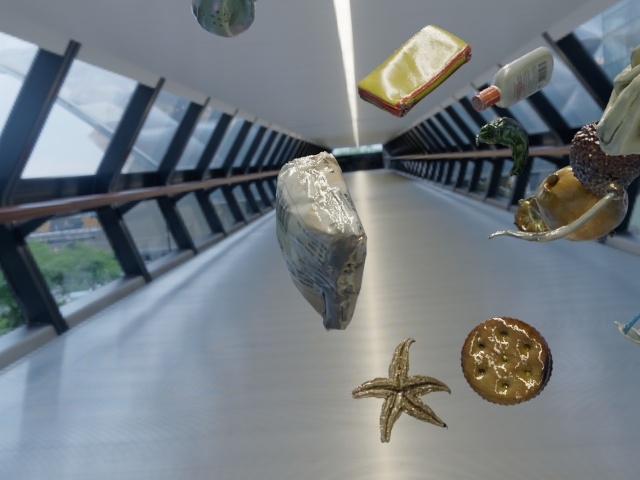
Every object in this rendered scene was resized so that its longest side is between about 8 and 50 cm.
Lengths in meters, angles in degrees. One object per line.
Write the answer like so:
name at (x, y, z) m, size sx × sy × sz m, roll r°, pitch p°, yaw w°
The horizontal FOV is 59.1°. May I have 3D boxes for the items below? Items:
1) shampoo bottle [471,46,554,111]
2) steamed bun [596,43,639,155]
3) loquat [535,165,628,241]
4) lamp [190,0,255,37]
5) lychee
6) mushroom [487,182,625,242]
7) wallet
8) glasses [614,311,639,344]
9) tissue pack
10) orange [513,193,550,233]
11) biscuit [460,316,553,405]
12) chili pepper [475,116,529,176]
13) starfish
shampoo bottle at (0.453, -0.369, 1.331) m, size 0.221 × 0.108 × 0.051 m, roll -30°, pitch 46°, yaw -14°
steamed bun at (0.645, -0.269, 0.949) m, size 0.346 × 0.237 × 0.394 m, roll -3°, pitch 6°, yaw 6°
loquat at (0.709, -0.106, 1.532) m, size 0.238 × 0.238 × 0.193 m, roll -4°, pitch 37°, yaw 16°
lamp at (-0.242, -0.682, 1.488) m, size 0.247 × 0.247 × 0.301 m, roll 17°, pitch -34°, yaw -15°
lychee at (0.680, -0.203, 1.333) m, size 0.188 × 0.188 × 0.188 m, roll -6°, pitch 7°, yaw 1°
mushroom at (0.537, -0.042, 1.277) m, size 0.306 × 0.068 × 0.043 m, roll -26°, pitch -37°, yaw 14°
wallet at (0.213, -0.373, 1.259) m, size 0.241 × 0.067 × 0.141 m, roll -41°, pitch 55°, yaw -13°
glasses at (1.004, 0.234, 1.633) m, size 0.190 × 0.088 × 0.220 m, roll 2°, pitch -29°, yaw -17°
tissue pack at (0.000, 0.000, 1.500) m, size 0.195 × 0.390 × 0.375 m, roll -10°, pitch 50°, yaw -17°
orange at (0.713, -0.080, 1.817) m, size 0.112 × 0.160 × 0.170 m, roll 6°, pitch 29°, yaw -23°
biscuit at (0.457, 0.295, 1.394) m, size 0.220 × 0.220 × 0.066 m, roll -4°, pitch -18°, yaw 19°
chili pepper at (0.477, -0.262, 1.485) m, size 0.065 × 0.122 × 0.279 m, roll 10°, pitch -5°, yaw 46°
starfish at (0.181, 0.328, 1.232) m, size 0.227 × 0.240 × 0.043 m, roll 21°, pitch -25°, yaw -12°
